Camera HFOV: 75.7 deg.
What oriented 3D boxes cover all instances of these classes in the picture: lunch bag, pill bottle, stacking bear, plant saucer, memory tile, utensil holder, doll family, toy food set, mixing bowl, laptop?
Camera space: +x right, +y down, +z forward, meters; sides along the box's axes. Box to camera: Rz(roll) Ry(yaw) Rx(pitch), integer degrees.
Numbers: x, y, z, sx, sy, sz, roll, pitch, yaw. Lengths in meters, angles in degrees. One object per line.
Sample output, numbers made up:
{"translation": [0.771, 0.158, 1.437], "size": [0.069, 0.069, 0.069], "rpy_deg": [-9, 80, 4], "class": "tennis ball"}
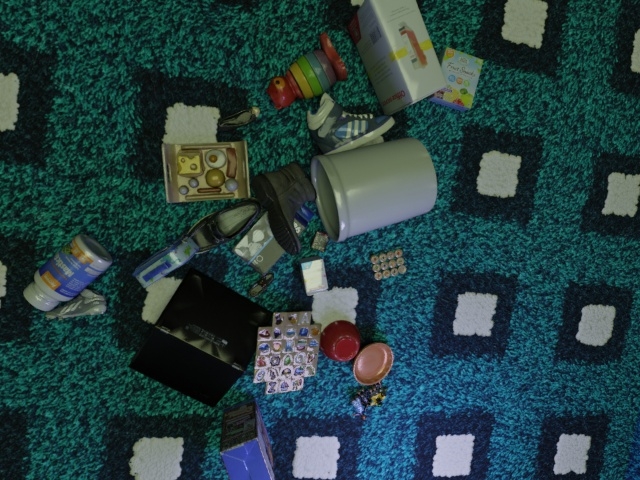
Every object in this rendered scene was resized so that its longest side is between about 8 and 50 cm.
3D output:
{"translation": [-0.556, 0.073, 1.487], "size": [0.219, 0.176, 0.090], "rpy_deg": [-31, 104, 19], "class": "lunch bag"}
{"translation": [-0.897, 0.118, 1.460], "size": [0.272, 0.152, 0.152], "rpy_deg": [-43, 103, -5], "class": "pill bottle"}
{"translation": [-0.064, -0.604, 1.543], "size": [0.289, 0.164, 0.175], "rpy_deg": [-29, 81, 5], "class": "stacking bear"}
{"translation": [0.221, 0.525, 1.773], "size": [0.200, 0.037, 0.199], "rpy_deg": [-7, 108, -23], "class": "plant saucer"}
{"translation": [0.292, 0.103, 1.770], "size": [0.148, 0.012, 0.113], "rpy_deg": [-14, 99, -10], "class": "memory tile"}
{"translation": [0.194, -0.200, 1.557], "size": [0.386, 0.327, 0.327], "rpy_deg": [-16, 100, -10], "class": "utensil holder"}
{"translation": [0.215, 0.700, 1.799], "size": [0.193, 0.076, 0.111], "rpy_deg": [-25, 105, -3], "class": "doll family"}
{"translation": [-0.424, -0.258, 1.541], "size": [0.306, 0.092, 0.219], "rpy_deg": [-5, 98, -11], "class": "toy food set"}
{"translation": [0.094, 0.435, 1.727], "size": [0.182, 0.098, 0.181], "rpy_deg": [-1, 97, -10], "class": "mixing bowl"}
{"translation": [-0.472, 0.396, 1.649], "size": [0.382, 0.236, 0.407], "rpy_deg": [32, 61, -14], "class": "laptop"}

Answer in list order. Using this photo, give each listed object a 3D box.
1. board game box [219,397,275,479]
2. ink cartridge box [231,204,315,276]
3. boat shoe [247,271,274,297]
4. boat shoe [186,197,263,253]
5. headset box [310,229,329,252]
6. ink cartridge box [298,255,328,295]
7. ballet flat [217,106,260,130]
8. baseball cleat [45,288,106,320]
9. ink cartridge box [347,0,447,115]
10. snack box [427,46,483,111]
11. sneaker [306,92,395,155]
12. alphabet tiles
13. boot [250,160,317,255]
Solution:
{"translation": [-0.281, 0.801, 1.594], "size": [0.141, 0.291, 0.231], "rpy_deg": [-18, 99, -8], "class": "board game box"}
{"translation": [-0.181, -0.034, 1.634], "size": [0.165, 0.065, 0.332], "rpy_deg": [41, 87, -12], "class": "ink cartridge box"}
{"translation": [-0.236, 0.181, 1.659], "size": [0.133, 0.042, 0.049], "rpy_deg": [-42, 100, -6], "class": "boat shoe"}
{"translation": [-0.369, -0.053, 1.566], "size": [0.340, 0.113, 0.127], "rpy_deg": [-27, 102, -7], "class": "boat shoe"}
{"translation": [0.000, 0.000, 1.689], "size": [0.062, 0.032, 0.083], "rpy_deg": [19, 92, -14], "class": "headset box"}
{"translation": [-0.030, 0.144, 1.670], "size": [0.092, 0.090, 0.143], "rpy_deg": [-11, 100, -10], "class": "ink cartridge box"}
{"translation": [-0.307, -0.459, 1.563], "size": [0.173, 0.049, 0.057], "rpy_deg": [-27, 102, -7], "class": "ballet flat"}
{"translation": [-0.902, 0.234, 1.526], "size": [0.206, 0.072, 0.109], "rpy_deg": [-4, 82, -13], "class": "baseball cleat"}
{"translation": [0.279, -0.694, 1.538], "size": [0.161, 0.279, 0.384], "rpy_deg": [-27, 102, -8], "class": "ink cartridge box"}
{"translation": [0.556, -0.663, 1.703], "size": [0.175, 0.070, 0.206], "rpy_deg": [12, 92, -12], "class": "snack box"}
{"translation": [0.106, -0.483, 1.602], "size": [0.323, 0.130, 0.236], "rpy_deg": [-28, 105, -1], "class": "sneaker"}
{"translation": [-0.132, 0.456, 1.683], "size": [0.285, 0.011, 0.342], "rpy_deg": [3, 97, -30], "class": "alphabet tiles"}
{"translation": [-0.096, -0.130, 1.563], "size": [0.223, 0.118, 0.338], "rpy_deg": [-25, 94, -34], "class": "boot"}
